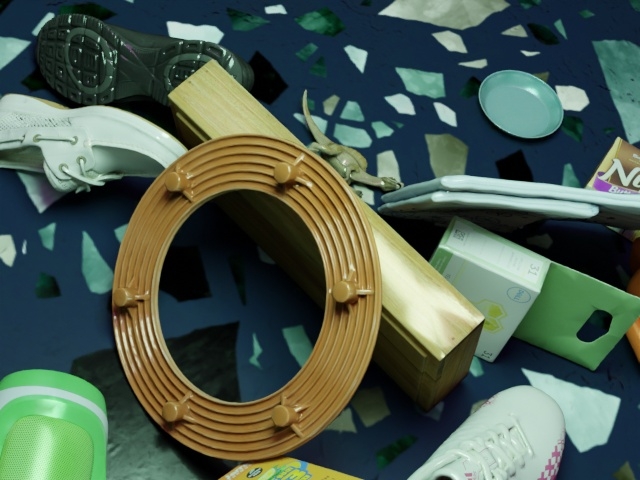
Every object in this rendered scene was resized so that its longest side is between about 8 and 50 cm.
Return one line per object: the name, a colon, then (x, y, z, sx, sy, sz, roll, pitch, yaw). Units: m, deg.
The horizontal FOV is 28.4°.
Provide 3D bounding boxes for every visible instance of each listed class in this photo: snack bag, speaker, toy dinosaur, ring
snack bag: (0.258, -0.032, 1.439, 0.343, 0.323, 0.037, 5, 87, -9)
speaker: (-0.278, 0.275, 1.183, 0.131, 0.131, 0.296, 10, 54, -8)
toy dinosaur: (0.016, -0.104, 1.586, 0.183, 0.053, 0.093, 42, 39, 13)
ring: (-0.089, 0.056, 1.288, 0.032, 0.336, 0.336, 7, 44, -56)

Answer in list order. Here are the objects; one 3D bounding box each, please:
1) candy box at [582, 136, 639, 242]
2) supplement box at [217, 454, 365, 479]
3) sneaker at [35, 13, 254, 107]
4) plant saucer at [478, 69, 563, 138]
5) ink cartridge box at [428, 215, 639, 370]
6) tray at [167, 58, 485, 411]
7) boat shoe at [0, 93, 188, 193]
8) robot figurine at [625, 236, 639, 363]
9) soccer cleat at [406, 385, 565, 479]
candy box: (0.437, -0.042, 1.642, 0.187, 0.053, 0.109, 34, 54, 8)
supplement box: (-0.009, 0.265, 1.202, 0.078, 0.233, 0.080, -32, 107, -31)
sneaker: (-0.215, -0.210, 1.562, 0.286, 0.109, 0.130, 15, 10, 15)
plant saucer: (0.268, -0.179, 1.712, 0.119, 0.021, 0.119, 7, 54, -10)
ink cartridge box: (0.225, 0.080, 1.425, 0.235, 0.171, 0.056, 26, 56, 3)
tray: (0.000, 0.000, 1.397, 0.076, 0.203, 0.411, -40, 72, -15)
boat shoe: (-0.271, -0.094, 1.430, 0.277, 0.098, 0.096, 10, 65, 33)
robot figurine: (0.452, 0.085, 1.508, 0.158, 0.128, 0.219, -3, 55, -37)
soccer cleat: (0.163, 0.249, 1.300, 0.116, 0.143, 0.331, 32, 53, 20)
